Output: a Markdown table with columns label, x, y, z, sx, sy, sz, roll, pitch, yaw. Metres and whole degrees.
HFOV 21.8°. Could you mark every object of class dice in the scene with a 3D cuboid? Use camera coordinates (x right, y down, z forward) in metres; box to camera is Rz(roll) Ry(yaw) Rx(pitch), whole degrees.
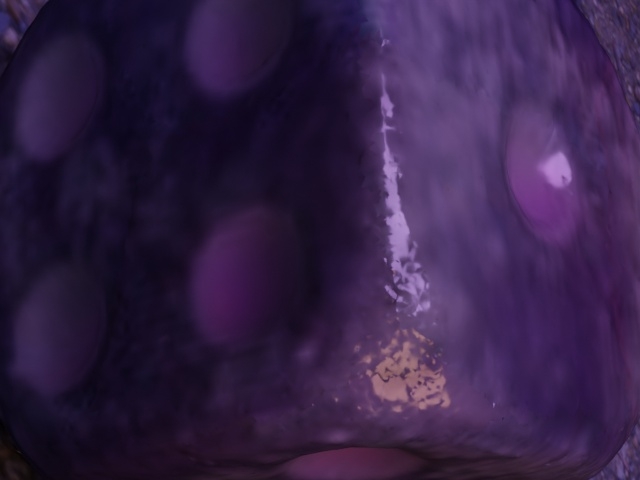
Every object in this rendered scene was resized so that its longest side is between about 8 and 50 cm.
| label | x | y | z | sx | sy | sz | roll | pitch | yaw |
| --- | --- | --- | --- | --- | --- | --- | --- | --- | --- |
| dice | 0.000 | 0.000 | 0.858 | 0.270 | 0.271 | 0.270 | 19 | 63 | -49 |
